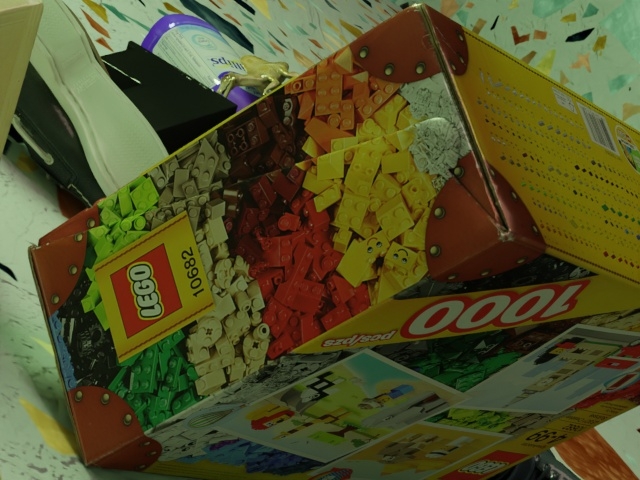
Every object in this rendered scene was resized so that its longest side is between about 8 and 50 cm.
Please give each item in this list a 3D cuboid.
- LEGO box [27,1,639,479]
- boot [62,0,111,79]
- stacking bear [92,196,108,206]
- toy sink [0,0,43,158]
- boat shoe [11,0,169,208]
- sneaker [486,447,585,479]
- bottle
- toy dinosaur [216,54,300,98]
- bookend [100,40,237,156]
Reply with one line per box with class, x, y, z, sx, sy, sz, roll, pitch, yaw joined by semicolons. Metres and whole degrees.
LEGO box;0.081;0.045;1.406;0.500;0.372;0.193;18;47;-55
boot;-0.301;-0.215;1.791;0.305;0.112;0.115;48;8;12
stacking bear;-0.076;-0.008;1.595;0.289;0.164;0.175;-11;58;-44
toy sink;-0.336;-0.134;1.377;0.131;0.234;0.153;-22;60;-40
boat shoe;-0.235;-0.107;1.658;0.302;0.091;0.114;61;30;0
sneaker;0.212;0.254;1.747;0.226;0.086;0.163;47;15;27
bottle;-0.113;-0.166;2.150;0.118;0.092;0.283;11;32;-49
toy dinosaur;-0.053;-0.197;2.101;0.093;0.053;0.183;37;28;13
bookend;-0.200;-0.136;1.866;0.156;0.072;0.157;32;30;21
